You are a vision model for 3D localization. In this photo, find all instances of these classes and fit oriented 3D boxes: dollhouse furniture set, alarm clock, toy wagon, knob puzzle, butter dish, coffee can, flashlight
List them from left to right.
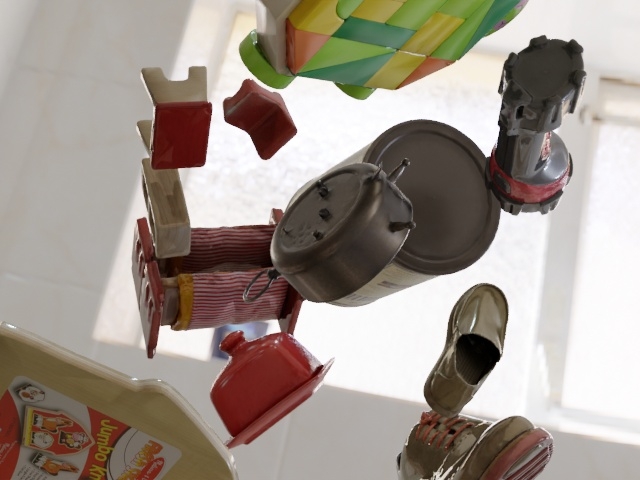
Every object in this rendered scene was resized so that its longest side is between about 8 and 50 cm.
[{"bbox_3d":[-0.131,0.134,0.767,0.213,0.030,0.213,4,-49,5],"label":"knob puzzle"},{"bbox_3d":[-0.116,-0.029,1.559,0.201,0.152,0.374,-5,-39,-16],"label":"dollhouse furniture set"},{"bbox_3d":[-0.075,0.160,1.535,0.160,0.118,0.160,-37,-3,8],"label":"butter dish"},{"bbox_3d":[0.000,0.000,1.149,0.192,0.129,0.064,-36,-63,22],"label":"alarm clock"},{"bbox_3d":[0.086,-0.029,1.723,0.201,0.202,0.275,23,-20,-18],"label":"coffee can"},{"bbox_3d":[0.097,-0.223,1.112,0.267,0.068,0.344,-43,-25,30],"label":"toy wagon"},{"bbox_3d":[0.235,-0.121,1.380,0.103,0.103,0.304,1,-20,4],"label":"flashlight"}]

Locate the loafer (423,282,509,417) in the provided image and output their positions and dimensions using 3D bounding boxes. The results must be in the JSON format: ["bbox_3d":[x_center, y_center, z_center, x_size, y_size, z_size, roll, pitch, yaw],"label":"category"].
[{"bbox_3d":[0.139,0.092,1.134,0.056,0.148,0.050,36,-39,-13],"label":"loafer"}]

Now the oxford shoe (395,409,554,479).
[{"bbox_3d":[0.141,0.236,1.361,0.130,0.123,0.348,55,-23,14],"label":"oxford shoe"}]
